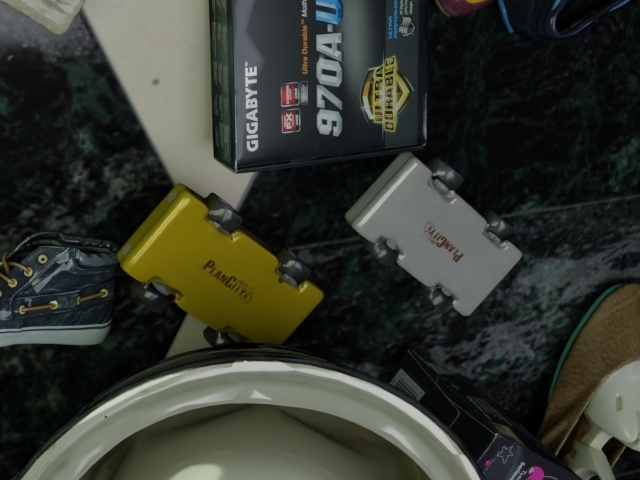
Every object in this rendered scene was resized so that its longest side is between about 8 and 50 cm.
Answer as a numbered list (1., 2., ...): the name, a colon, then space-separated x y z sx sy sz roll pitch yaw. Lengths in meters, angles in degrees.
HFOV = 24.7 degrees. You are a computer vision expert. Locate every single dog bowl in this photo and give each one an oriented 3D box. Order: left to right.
1. dog bowl: -0.064 0.263 1.154 0.407 0.150 0.408 -2 104 -8

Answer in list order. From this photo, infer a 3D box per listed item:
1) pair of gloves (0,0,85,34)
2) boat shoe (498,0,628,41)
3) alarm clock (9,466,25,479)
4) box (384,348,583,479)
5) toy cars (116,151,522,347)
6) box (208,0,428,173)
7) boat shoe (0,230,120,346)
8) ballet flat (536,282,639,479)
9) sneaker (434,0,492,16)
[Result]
1. pair of gloves: -0.217 -0.285 1.007 0.204 0.042 0.240 19 101 -33
2. boat shoe: 0.278 -0.245 1.267 0.258 0.089 0.109 -41 126 -6
3. alarm clock: -0.208 0.227 1.243 0.129 0.064 0.192 21 104 -34
4. box: 0.091 0.258 1.360 0.142 0.163 0.247 32 96 -38
5. toy cars: 0.000 0.000 1.240 0.393 0.087 0.177 -10 126 -28
6. box: 0.000 -0.173 1.159 0.175 0.051 0.220 -8 110 -25
7. boat shoe: -0.244 0.035 1.137 0.183 0.065 0.083 0 112 -36
8. ballet flat: 0.267 0.213 1.459 0.116 0.124 0.342 24 100 -35
9. sneaker: 0.173 -0.253 1.209 0.185 0.084 0.069 -46 126 -3
